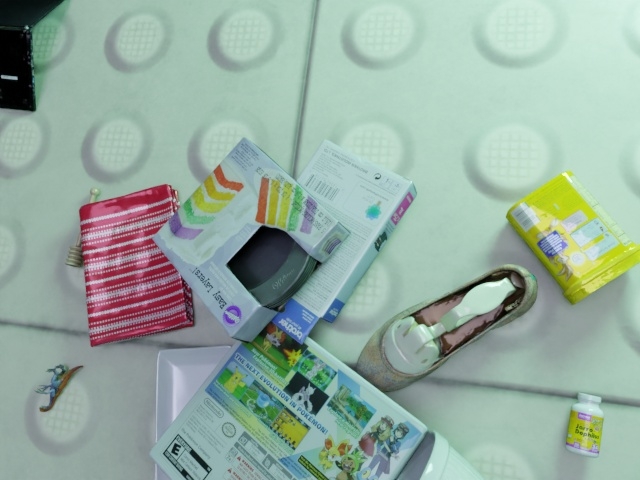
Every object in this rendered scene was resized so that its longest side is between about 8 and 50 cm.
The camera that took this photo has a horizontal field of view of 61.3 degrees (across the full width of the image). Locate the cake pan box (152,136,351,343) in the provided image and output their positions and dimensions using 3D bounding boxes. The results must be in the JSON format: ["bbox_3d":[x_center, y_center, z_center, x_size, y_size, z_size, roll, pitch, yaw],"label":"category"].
[{"bbox_3d":[-0.117,-0.003,0.886,0.245,0.070,0.267,-47,61,4],"label":"cake pan box"}]

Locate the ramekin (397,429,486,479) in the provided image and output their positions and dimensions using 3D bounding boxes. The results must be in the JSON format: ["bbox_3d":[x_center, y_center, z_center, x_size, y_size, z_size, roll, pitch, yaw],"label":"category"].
[{"bbox_3d":[0.140,0.375,0.727,0.109,0.207,0.207,36,88,10],"label":"ramekin"}]

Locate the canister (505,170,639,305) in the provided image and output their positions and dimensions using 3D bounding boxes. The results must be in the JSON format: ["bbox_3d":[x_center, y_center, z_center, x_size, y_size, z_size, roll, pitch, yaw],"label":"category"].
[{"bbox_3d":[0.382,-0.007,0.819,0.126,0.073,0.170,-34,71,4],"label":"canister"}]

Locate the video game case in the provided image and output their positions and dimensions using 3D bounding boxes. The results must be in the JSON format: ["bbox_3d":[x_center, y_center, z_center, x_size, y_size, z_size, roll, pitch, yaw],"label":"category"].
[{"bbox_3d":[-0.058,0.304,0.810,0.329,0.036,0.300,32,78,29],"label":"video game case"}]

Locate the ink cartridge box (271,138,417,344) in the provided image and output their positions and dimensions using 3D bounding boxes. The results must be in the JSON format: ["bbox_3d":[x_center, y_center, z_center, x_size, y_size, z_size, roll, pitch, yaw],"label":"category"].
[{"bbox_3d":[0.000,0.000,0.906,0.186,0.065,0.311,32,84,27],"label":"ink cartridge box"}]

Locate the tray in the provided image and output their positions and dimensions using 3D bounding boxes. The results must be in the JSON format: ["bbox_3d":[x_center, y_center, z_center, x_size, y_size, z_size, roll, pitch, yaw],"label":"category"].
[{"bbox_3d":[-0.207,0.318,0.911,0.145,0.030,0.270,-6,76,13],"label":"tray"}]

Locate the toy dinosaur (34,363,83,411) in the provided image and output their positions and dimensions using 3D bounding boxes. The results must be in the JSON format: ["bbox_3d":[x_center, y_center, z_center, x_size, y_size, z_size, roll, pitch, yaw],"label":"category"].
[{"bbox_3d":[-0.485,0.273,0.986,0.090,0.047,0.082,0,96,3],"label":"toy dinosaur"}]

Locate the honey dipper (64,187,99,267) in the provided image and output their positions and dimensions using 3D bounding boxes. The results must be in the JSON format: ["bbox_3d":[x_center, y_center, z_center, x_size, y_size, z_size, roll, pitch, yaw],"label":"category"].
[{"bbox_3d":[-0.462,-0.028,1.054,0.031,0.030,0.160,6,76,15],"label":"honey dipper"}]

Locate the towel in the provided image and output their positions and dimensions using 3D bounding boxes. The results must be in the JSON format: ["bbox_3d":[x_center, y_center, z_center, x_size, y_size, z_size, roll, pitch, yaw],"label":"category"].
[{"bbox_3d":[-0.345,0.042,0.996,0.199,0.031,0.274,-13,75,4],"label":"towel"}]

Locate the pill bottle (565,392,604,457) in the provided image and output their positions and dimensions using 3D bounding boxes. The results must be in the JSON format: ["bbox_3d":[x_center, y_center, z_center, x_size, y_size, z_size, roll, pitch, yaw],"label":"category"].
[{"bbox_3d":[0.379,0.263,0.773,0.043,0.043,0.083,10,80,16],"label":"pill bottle"}]

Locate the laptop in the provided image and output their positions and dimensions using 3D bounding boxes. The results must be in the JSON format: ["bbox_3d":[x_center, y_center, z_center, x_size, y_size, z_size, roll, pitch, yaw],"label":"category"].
[{"bbox_3d":[-0.694,-0.433,1.211,0.234,0.136,0.264,9,105,16],"label":"laptop"}]

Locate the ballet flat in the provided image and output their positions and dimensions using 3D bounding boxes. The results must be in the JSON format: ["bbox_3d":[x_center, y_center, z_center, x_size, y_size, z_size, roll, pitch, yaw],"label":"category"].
[{"bbox_3d":[0.183,0.127,0.819,0.316,0.106,0.107,-35,72,4],"label":"ballet flat"}]
